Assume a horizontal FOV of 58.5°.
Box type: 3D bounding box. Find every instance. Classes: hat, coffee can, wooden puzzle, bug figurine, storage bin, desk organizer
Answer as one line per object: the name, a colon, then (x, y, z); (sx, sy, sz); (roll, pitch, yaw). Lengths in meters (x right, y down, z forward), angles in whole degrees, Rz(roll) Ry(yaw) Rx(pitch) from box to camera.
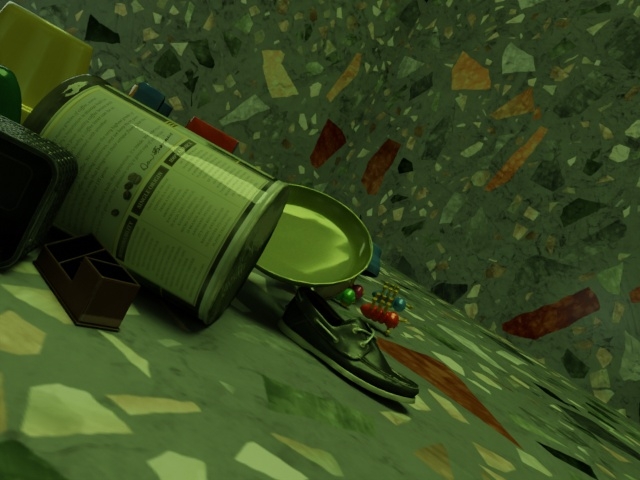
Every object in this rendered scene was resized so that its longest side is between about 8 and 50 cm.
hat: (-0.475, -0.254, 0.839); (0.208, 0.183, 0.173); (33, 7, 42)
coffee can: (-0.205, -0.049, 0.709); (0.275, 0.201, 0.201); (29, 5, 3)
wooden puzzle: (-0.291, -0.229, 1.138); (0.348, 0.080, 0.322); (26, 2, -18)
bug figurine: (0.109, 0.136, 1.347); (0.216, 0.072, 0.279); (24, 9, 11)
storage bin: (-0.347, -0.067, 0.549); (0.180, 0.122, 0.084); (28, 5, -15)
desk organizer: (-0.236, 0.034, 0.572); (0.130, 0.050, 0.047); (33, 6, 41)

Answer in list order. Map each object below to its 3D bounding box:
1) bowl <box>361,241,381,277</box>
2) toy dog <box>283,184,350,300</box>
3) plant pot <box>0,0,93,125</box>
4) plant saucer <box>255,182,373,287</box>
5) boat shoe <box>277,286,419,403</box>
bowl: (-0.021, -0.004, 1.503); (0.391, 0.077, 0.391); (20, -6, 2)
toy dog: (0.000, 0.000, 1.129); (0.220, 0.161, 0.334); (55, 2, 5)
plant pot: (-0.570, -0.310, 1.107); (0.254, 0.239, 0.254); (30, 5, -3)
plant saucer: (-0.036, -0.006, 0.905); (0.241, 0.037, 0.241); (12, 39, -10)
boat shoe: (0.045, 0.150, 0.821); (0.233, 0.079, 0.084); (33, 4, 22)
